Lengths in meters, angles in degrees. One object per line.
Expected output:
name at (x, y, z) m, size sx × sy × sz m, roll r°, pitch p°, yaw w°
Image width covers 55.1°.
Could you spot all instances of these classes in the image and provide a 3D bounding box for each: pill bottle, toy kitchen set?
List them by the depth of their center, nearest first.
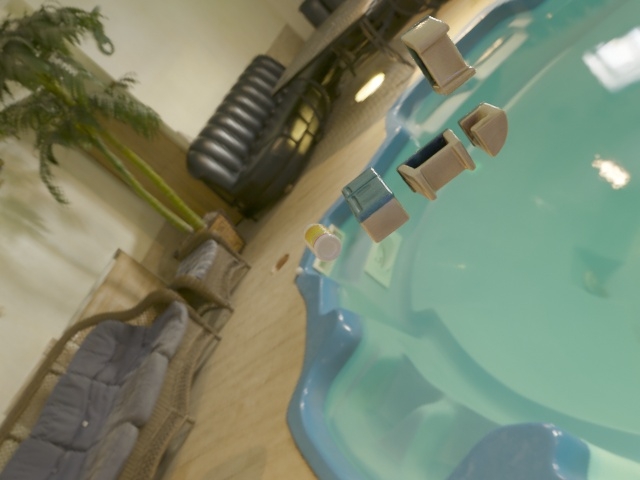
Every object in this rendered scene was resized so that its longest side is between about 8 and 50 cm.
toy kitchen set at (0.091, -0.136, 0.737) m, size 0.207 × 0.166 × 0.122 m, roll -37°, pitch 21°, yaw 7°
pill bottle at (0.000, 0.000, 0.945) m, size 0.043 × 0.043 × 0.083 m, roll -48°, pitch 26°, yaw 2°
